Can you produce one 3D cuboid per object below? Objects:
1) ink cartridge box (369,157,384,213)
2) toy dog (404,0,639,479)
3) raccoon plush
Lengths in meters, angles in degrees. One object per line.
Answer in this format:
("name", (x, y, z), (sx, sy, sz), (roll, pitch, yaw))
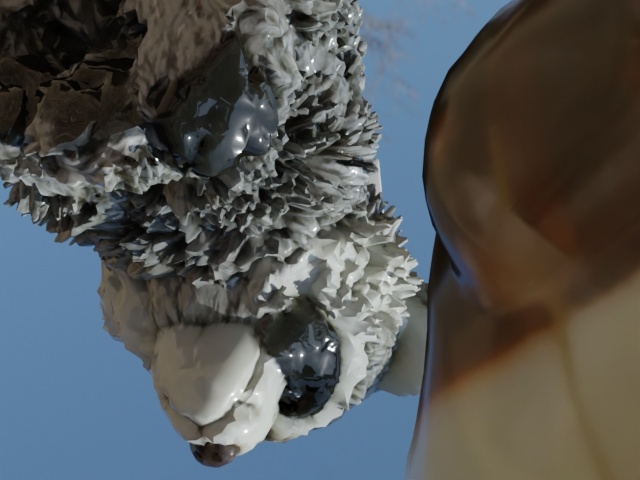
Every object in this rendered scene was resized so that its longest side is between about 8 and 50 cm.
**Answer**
("ink cartridge box", (0.000, 0.000, 1.627), (0.093, 0.154, 0.212), (-6, 180, -12))
("toy dog", (0.159, 0.091, 0.317), (0.285, 0.395, 0.408), (10, -156, -35))
("raccoon plush", (-0.006, -0.107, 0.803), (0.216, 0.299, 0.446), (15, -109, 36))
